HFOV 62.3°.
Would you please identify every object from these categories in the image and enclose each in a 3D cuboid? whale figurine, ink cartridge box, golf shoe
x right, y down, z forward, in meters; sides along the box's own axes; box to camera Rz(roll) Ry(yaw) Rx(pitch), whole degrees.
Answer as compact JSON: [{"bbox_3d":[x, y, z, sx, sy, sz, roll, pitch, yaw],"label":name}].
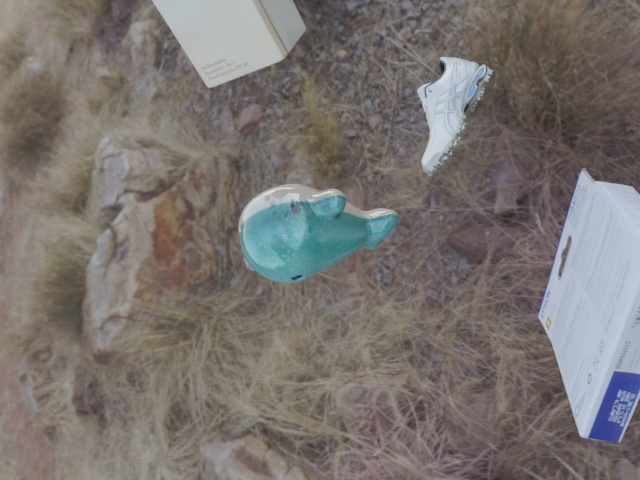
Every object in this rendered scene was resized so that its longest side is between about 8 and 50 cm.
[{"bbox_3d":[0.000,0.000,0.895,0.216,0.271,0.141,124,142,-55],"label":"whale figurine"},{"bbox_3d":[0.308,0.059,0.583,0.224,0.045,0.224,-70,-14,-61],"label":"ink cartridge box"},{"bbox_3d":[0.167,-0.177,0.744,0.085,0.069,0.176,26,78,6],"label":"golf shoe"}]

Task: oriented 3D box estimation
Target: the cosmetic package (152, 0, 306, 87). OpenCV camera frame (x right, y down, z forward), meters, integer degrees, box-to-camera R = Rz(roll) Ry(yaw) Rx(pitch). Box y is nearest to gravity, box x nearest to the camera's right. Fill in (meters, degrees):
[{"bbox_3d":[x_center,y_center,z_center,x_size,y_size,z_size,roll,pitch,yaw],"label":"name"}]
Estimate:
[{"bbox_3d":[-0.167,-0.397,0.757,0.160,0.310,0.113,-10,39,31],"label":"cosmetic package"}]
